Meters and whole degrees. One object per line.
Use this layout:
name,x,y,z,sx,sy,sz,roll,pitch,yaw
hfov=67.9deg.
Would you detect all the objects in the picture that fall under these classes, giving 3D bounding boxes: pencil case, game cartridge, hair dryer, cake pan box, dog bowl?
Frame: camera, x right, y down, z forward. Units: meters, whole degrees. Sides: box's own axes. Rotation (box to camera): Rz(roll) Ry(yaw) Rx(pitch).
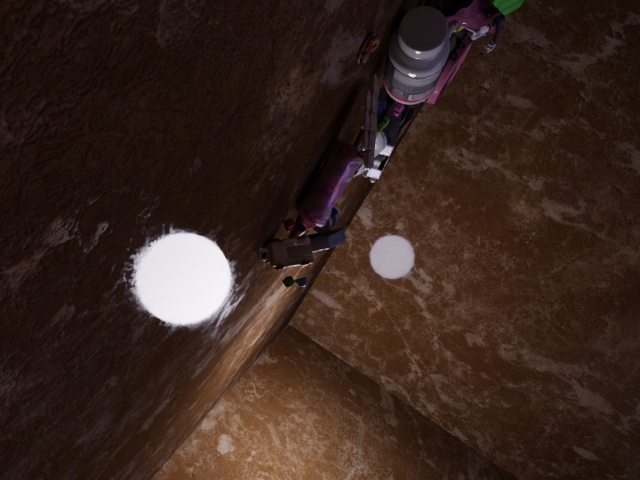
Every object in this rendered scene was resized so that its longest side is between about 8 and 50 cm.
pencil case,0.035,-0.186,1.536,0.284,0.124,0.124,-58,174,16
game cartridge,0.000,0.000,1.977,0.294,0.196,0.060,-35,116,-75
hair dryer,-0.041,-0.057,1.740,0.224,0.080,0.293,-57,176,0
cake pan box,0.280,-0.435,2.083,0.246,0.070,0.267,107,-2,-63
dog bowl,0.591,-0.858,2.341,0.408,0.150,0.408,-55,174,-9

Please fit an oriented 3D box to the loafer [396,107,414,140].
loafer,0.372,-0.567,2.358,0.268,0.102,0.092,-58,-178,-1

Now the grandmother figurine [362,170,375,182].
grandmother figurine,0.265,-0.399,2.379,0.342,0.104,0.208,-42,149,-75

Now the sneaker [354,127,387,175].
sneaker,0.177,-0.347,1.922,0.129,0.111,0.297,-48,169,-29

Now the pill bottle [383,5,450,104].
pill bottle,0.285,-0.546,1.416,0.176,0.176,0.318,-57,174,-3

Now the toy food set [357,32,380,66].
toy food set,0.119,-0.478,1.191,0.083,0.020,0.083,-58,174,14

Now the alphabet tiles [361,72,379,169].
alphabet tiles,0.160,-0.363,1.474,0.278,0.021,0.284,-34,128,-74

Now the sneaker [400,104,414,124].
sneaker,0.381,-0.612,2.227,0.228,0.087,0.130,-64,166,10

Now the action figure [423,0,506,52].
action figure,0.477,-0.763,1.555,0.370,0.248,0.276,-11,113,-48

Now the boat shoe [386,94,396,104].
boat shoe,0.288,-0.583,1.881,0.042,0.049,0.133,-23,167,-23

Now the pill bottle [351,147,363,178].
pill bottle,0.092,-0.265,1.743,0.152,0.086,0.086,-54,173,-29

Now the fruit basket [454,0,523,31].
fruit basket,0.576,-0.929,1.726,0.392,0.283,0.392,-14,176,-1

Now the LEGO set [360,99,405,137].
LEGO set,0.218,-0.464,1.758,0.227,0.087,0.093,-49,169,-15

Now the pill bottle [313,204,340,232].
pill bottle,0.027,-0.099,2.034,0.094,0.094,0.169,-60,173,26

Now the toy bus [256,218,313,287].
toy bus,-0.122,0.046,1.538,0.104,0.202,0.191,-17,-144,49
